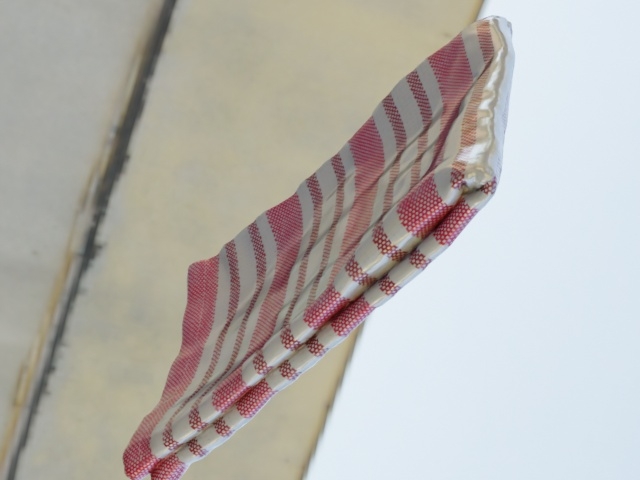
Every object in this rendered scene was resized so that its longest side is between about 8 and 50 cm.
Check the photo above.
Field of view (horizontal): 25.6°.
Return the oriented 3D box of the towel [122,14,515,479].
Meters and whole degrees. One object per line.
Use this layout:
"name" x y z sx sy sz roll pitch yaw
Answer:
"towel" 0.000 0.000 0.554 0.197 0.029 0.144 -43 -164 27
